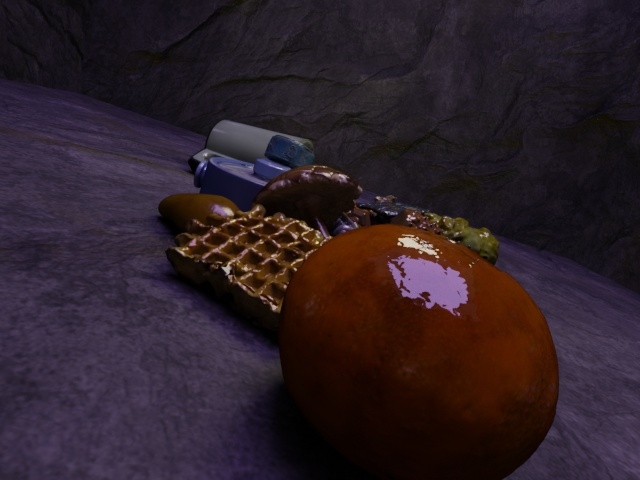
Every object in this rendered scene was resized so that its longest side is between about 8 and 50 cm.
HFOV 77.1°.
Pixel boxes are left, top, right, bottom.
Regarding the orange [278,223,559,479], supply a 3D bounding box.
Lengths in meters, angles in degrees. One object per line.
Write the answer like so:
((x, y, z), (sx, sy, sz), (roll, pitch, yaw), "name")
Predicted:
((0.093, 0.104, 0.421), (0.284, 0.226, 0.284), (24, 10, -5), "orange")

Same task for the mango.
((-0.250, -0.052, 0.841), (0.228, 0.099, 0.136), (18, 18, 35), "mango")

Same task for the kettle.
((-0.266, -0.292, 1.540), (0.377, 0.250, 0.361), (20, 42, 15), "kettle")

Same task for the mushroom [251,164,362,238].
((0.008, -0.033, 0.806), (0.233, 0.208, 0.302), (1, 31, -40), "mushroom")

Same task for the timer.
((-0.161, -0.137, 1.116), (0.395, 0.173, 0.395), (18, 15, -5), "timer")

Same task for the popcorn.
((0.449, 0.002, 1.391), (0.286, 0.173, 0.225), (14, 9, -13), "popcorn")

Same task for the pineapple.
((0.354, 0.040, 1.208), (0.340, 0.169, 0.169), (30, 12, -11), "pineapple")

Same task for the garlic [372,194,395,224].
((0.270, -0.089, 1.659), (0.131, 0.127, 0.194), (1, 41, 1), "garlic")

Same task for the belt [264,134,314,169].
((-0.087, -0.252, 1.185), (0.148, 0.082, 0.163), (24, -3, -16), "belt")

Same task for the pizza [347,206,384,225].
((0.131, -0.111, 1.603), (0.297, 0.071, 0.189), (24, 15, 18), "pizza")

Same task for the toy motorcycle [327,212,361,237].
((0.081, 0.010, 0.984), (0.225, 0.073, 0.152), (49, 19, 11), "toy motorcycle")

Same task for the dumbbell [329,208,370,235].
((0.088, -0.062, 1.335), (0.092, 0.082, 0.231), (28, 16, 28), "dumbbell")

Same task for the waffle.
((-0.102, 0.033, 0.646), (0.283, 0.065, 0.309), (-2, 31, -12), "waffle")

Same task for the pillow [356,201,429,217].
((0.257, -0.118, 1.486), (0.189, 0.034, 0.255), (-1, 13, -21), "pillow")
